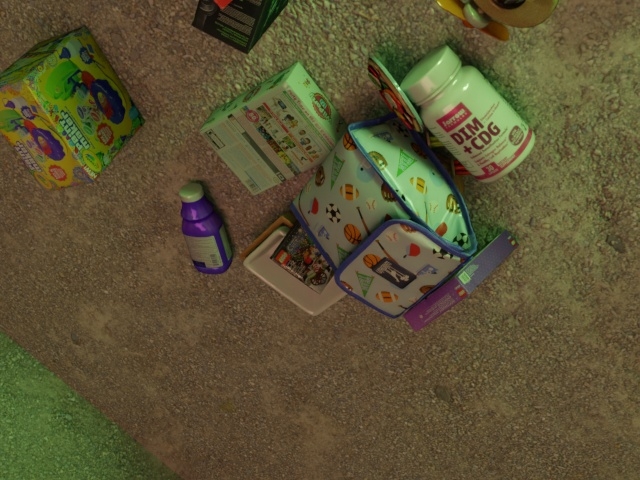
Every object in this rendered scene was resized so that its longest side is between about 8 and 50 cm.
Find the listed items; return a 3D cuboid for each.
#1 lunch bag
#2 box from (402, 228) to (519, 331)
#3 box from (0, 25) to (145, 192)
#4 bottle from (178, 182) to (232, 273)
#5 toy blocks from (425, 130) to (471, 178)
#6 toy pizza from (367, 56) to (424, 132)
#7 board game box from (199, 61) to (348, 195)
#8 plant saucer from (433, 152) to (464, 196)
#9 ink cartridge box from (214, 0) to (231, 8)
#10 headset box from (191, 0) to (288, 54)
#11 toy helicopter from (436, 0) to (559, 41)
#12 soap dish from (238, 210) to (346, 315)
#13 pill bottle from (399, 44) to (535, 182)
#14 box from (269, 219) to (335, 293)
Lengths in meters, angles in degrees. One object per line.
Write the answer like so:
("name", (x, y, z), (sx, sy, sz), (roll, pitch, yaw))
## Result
("lunch bag", (0.149, -0.042, 1.759), (0.385, 0.239, 0.328), (56, 140, 12))
("box", (0.348, 0.096, 1.871), (0.057, 0.293, 0.201), (51, 134, 5))
("box", (-0.635, -0.323, 1.895), (0.177, 0.279, 0.289), (-8, 127, 28))
("bottle", (-0.333, -0.032, 2.167), (0.118, 0.092, 0.282), (3, 131, 19))
("toy blocks", (0.323, -0.205, 1.769), (0.148, 0.054, 0.123), (-7, 111, 5))
("toy pizza", (0.157, -0.311, 1.656), (0.032, 0.201, 0.201), (-36, 115, 5))
("board game box", (-0.112, -0.265, 1.865), (0.304, 0.097, 0.224), (-21, 121, 36))
("plant saucer", (0.252, -0.131, 1.881), (0.200, 0.037, 0.199), (11, 133, 12))
("ink cartridge box", (-0.176, -0.511, 1.361), (0.179, 0.045, 0.145), (-29, 113, 36))
("headset box", (-0.123, -0.545, 1.512), (0.131, 0.246, 0.283), (27, 136, -2))
("toy helicopter", (0.290, -0.518, 1.479), (0.355, 0.140, 0.235), (28, 145, 11))
("soap dish", (-0.048, 0.060, 2.117), (0.291, 0.118, 0.229), (38, 133, -13))
("pill bottle", (0.313, -0.272, 1.640), (0.283, 0.160, 0.160), (42, 132, -17))
("box", (0.000, 0.000, 1.985), (0.159, 0.233, 0.044), (36, 175, -13))
